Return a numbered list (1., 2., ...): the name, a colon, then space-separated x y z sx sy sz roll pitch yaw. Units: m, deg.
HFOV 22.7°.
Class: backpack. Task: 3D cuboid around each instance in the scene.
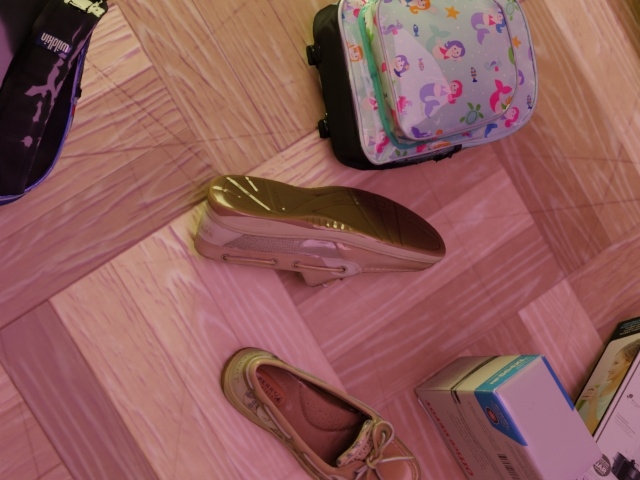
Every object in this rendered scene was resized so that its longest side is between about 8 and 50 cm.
1. backpack: 0.138 -0.208 1.910 0.254 0.191 0.225 -11 90 -26
2. backpack: -0.380 -0.166 1.693 0.277 0.213 0.263 11 76 -14

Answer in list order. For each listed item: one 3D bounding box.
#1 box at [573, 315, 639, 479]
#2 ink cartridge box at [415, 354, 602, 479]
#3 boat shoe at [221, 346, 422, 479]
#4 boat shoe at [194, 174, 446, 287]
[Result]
1. box: 0.398 0.248 1.991 0.169 0.087 0.290 44 58 -14
2. ink cartridge box: 0.221 0.217 1.905 0.086 0.203 0.148 -35 100 -21
3. boat shoe: 0.010 0.228 1.884 0.285 0.089 0.104 34 76 -17
4. boat shoe: 0.000 0.000 1.895 0.302 0.109 0.098 9 124 -21
